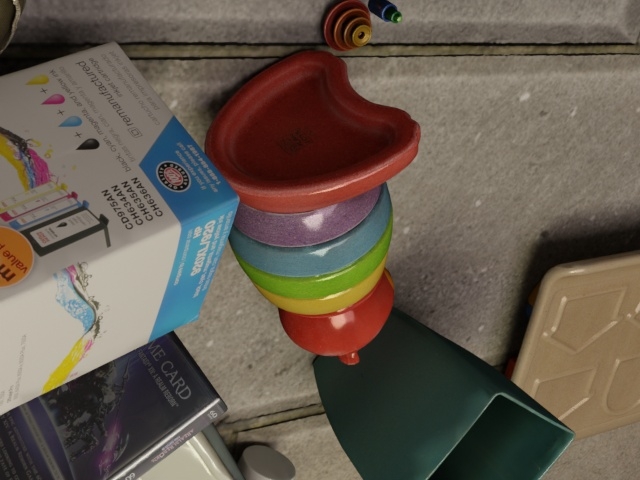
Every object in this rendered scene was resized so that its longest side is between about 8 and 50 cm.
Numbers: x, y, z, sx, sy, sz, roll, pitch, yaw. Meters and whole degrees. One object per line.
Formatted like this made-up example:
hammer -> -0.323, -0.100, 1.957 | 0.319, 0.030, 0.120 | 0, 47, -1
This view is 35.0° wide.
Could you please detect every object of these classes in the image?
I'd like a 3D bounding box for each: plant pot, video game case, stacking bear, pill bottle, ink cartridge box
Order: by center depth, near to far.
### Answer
ink cartridge box -> -0.213, -0.001, 0.724 | 0.233, 0.171, 0.168 | -26, 158, -33
video game case -> -0.235, 0.162, 0.865 | 0.274, 0.196, 0.026 | -36, 136, -9
stacking bear -> 0.000, 0.000, 0.952 | 0.164, 0.175, 0.289 | -31, 140, -16
plant pot -> 0.110, 0.177, 1.086 | 0.166, 0.234, 0.165 | 32, 100, -43
pill bottle -> -0.083, 0.306, 1.152 | 0.078, 0.078, 0.137 | 9, 114, -38

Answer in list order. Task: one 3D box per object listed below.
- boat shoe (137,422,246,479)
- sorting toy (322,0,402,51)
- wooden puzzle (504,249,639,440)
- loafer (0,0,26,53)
boat shoe -> -0.108, 0.270, 1.053 | 0.116, 0.099, 0.319 | -19, 118, 10
sorting toy -> 0.044, -0.211, 0.906 | 0.061, 0.042, 0.102 | 10, 113, -39
wooden puzzle -> 0.369, 0.135, 1.353 | 0.322, 0.080, 0.347 | -8, 129, -30
loafer -> -0.302, -0.103, 0.710 | 0.251, 0.087, 0.094 | -43, 134, -1
